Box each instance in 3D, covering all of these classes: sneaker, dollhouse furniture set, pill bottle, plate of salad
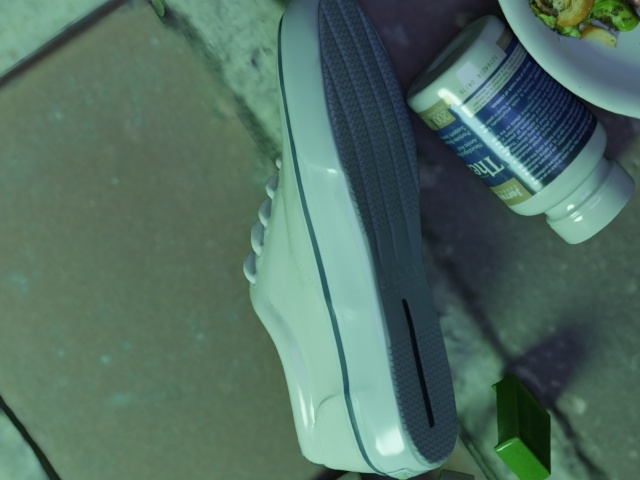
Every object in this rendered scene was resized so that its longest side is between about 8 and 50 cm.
[{"bbox_3d":[0.000,0.000,0.789,0.091,0.094,0.258,-10,88,31],"label":"sneaker"},{"bbox_3d":[0.057,0.137,0.855,0.151,0.058,0.076,-35,110,22],"label":"dollhouse furniture set"},{"bbox_3d":[0.108,-0.056,0.798,0.120,0.067,0.067,44,95,-11],"label":"pill bottle"},{"bbox_3d":[0.181,-0.162,0.777,0.199,0.048,0.200,0,90,-14],"label":"plate of salad"}]
